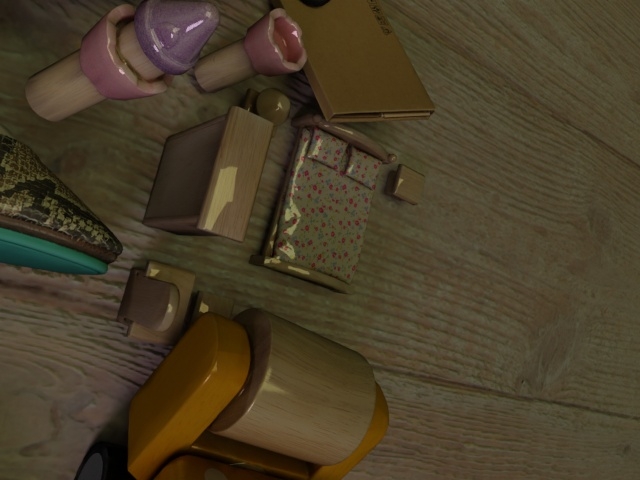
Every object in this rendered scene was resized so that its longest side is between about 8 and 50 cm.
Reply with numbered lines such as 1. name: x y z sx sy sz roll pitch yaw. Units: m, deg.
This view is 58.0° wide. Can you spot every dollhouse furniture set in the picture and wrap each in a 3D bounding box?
1. dollhouse furniture set: 0.000 0.000 0.659 0.355 0.174 0.303 20 80 -32

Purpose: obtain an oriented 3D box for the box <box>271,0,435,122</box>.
1. box: 0.039 -0.235 0.717 0.164 0.021 0.201 -11 69 -34

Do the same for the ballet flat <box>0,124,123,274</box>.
1. ballet flat: -0.389 -0.075 0.420 0.482 0.164 0.182 5 78 -30

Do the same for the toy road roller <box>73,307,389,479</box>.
1. toy road roller: -0.079 0.251 0.523 0.202 0.240 0.329 29 109 -31

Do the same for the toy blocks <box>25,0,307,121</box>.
1. toy blocks: -0.111 -0.287 0.478 0.288 0.260 0.309 -36 111 -56

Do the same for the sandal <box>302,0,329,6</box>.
1. sandal: 0.024 -0.351 0.745 0.067 0.040 0.179 40 65 5
